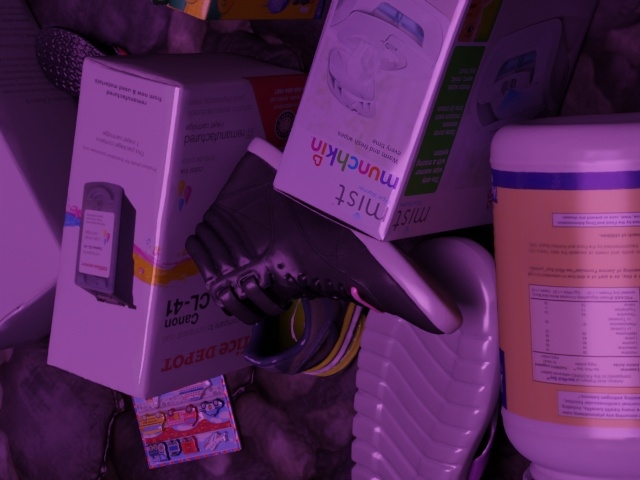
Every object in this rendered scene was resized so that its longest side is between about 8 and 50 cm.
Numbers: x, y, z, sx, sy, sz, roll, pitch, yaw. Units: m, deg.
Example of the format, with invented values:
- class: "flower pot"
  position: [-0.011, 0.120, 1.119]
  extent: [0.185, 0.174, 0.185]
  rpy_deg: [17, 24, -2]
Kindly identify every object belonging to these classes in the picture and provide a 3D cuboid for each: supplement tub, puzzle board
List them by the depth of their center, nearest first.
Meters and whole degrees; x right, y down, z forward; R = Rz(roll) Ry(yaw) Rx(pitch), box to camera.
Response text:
- class: "supplement tub"
  position: [0.267, 0.062, 1.464]
  extent: [0.241, 0.241, 0.331]
  rpy_deg: [1, 97, 32]
- class: "puzzle board"
  position: [-0.146, 0.187, 1.881]
  extent: [0.128, 0.011, 0.096]
  rpy_deg: [-16, 88, 33]

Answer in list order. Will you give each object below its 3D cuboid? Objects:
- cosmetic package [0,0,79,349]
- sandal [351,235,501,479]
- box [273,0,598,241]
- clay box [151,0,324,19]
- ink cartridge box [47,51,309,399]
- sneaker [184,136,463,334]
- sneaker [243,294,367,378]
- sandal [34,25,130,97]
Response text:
- class: "cosmetic package"
  position: [-0.370, -0.089, 1.902]
  extent: [0.217, 0.156, 0.385]
  rpy_deg: [-33, 80, 32]
- class: "sandal"
  position: [0.112, 0.172, 1.671]
  extent: [0.169, 0.102, 0.416]
  rpy_deg: [37, 129, 39]
- class: "box"
  position: [0.102, -0.134, 1.526]
  extent: [0.127, 0.262, 0.231]
  rpy_deg: [26, 107, 27]
- class: "clay box"
  position: [-0.063, -0.271, 1.638]
  extent: [0.053, 0.222, 0.127]
  rpy_deg: [25, 110, 27]
- class: "ink cartridge box"
  position: [-0.132, -0.023, 1.716]
  extent: [0.131, 0.226, 0.306]
  rpy_deg: [16, 106, 32]
- class: "sneaker"
  position: [-0.005, 0.037, 1.560]
  extent: [0.147, 0.104, 0.296]
  rpy_deg: [-51, 52, -1]
- class: "sneaker"
  position: [0.000, 0.000, 1.696]
  extent: [0.111, 0.121, 0.299]
  rpy_deg: [17, 106, 29]
- class: "sandal"
  position: [-0.222, -0.177, 1.868]
  extent: [0.179, 0.040, 0.067]
  rpy_deg: [22, 114, 13]
